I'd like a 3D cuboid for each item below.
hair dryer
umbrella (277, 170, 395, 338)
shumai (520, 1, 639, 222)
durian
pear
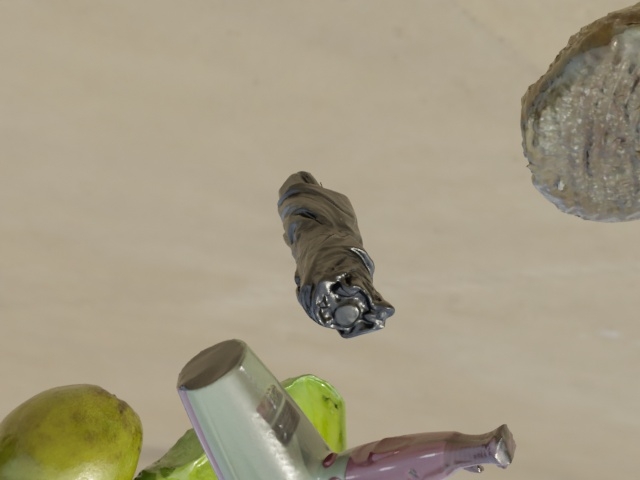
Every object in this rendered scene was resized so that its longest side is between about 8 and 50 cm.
[{"bbox_3d":[0.018,0.091,0.784,0.154,0.054,0.106,-6,123,33],"label":"hair dryer"},{"bbox_3d":[0.000,0.000,1.344,0.066,0.059,0.235,38,-167,-24],"label":"umbrella"},{"bbox_3d":[0.240,-0.120,1.368,0.161,0.153,0.209,10,139,9],"label":"shumai"},{"bbox_3d":[-0.069,0.208,1.393,0.139,0.250,0.101,43,157,5],"label":"durian"},{"bbox_3d":[-0.194,0.164,1.336,0.107,0.131,0.107,28,146,21],"label":"pear"}]
